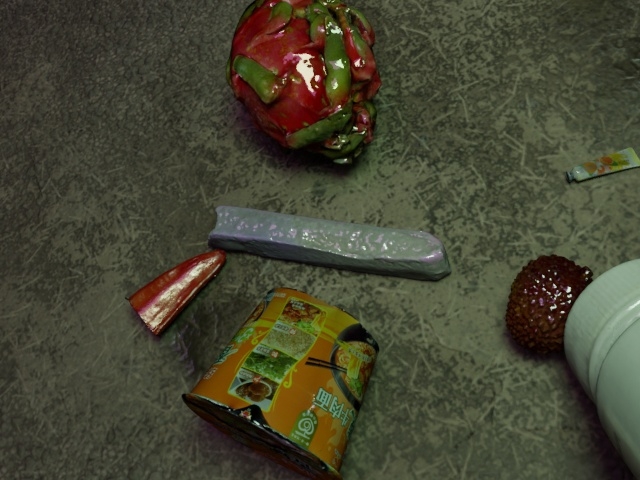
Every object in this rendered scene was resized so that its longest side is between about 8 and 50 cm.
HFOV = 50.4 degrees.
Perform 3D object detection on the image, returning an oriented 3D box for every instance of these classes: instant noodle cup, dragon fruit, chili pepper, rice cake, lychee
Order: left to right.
[{"bbox_3d":[-0.217,0.070,1.082,0.169,0.065,0.088,-41,62,-7],"label":"chili pepper"},{"bbox_3d":[-0.036,0.184,0.889,0.230,0.230,0.182,19,64,25],"label":"instant noodle cup"},{"bbox_3d":[-0.016,-0.257,1.061,0.237,0.231,0.303,-35,54,10],"label":"dragon fruit"},{"bbox_3d":[0.001,0.000,1.035,0.399,0.070,0.064,8,65,21],"label":"rice cake"},{"bbox_3d":[0.296,0.084,0.872,0.129,0.123,0.123,-33,60,9],"label":"lychee"}]

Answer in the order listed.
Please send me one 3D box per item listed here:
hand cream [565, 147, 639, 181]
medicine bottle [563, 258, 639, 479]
[{"bbox_3d":[0.405,-0.107,0.977,0.102,0.022,0.035,-17,55,6],"label":"hand cream"},{"bbox_3d":[0.389,0.169,0.646,0.211,0.211,0.371,-24,19,7],"label":"medicine bottle"}]
